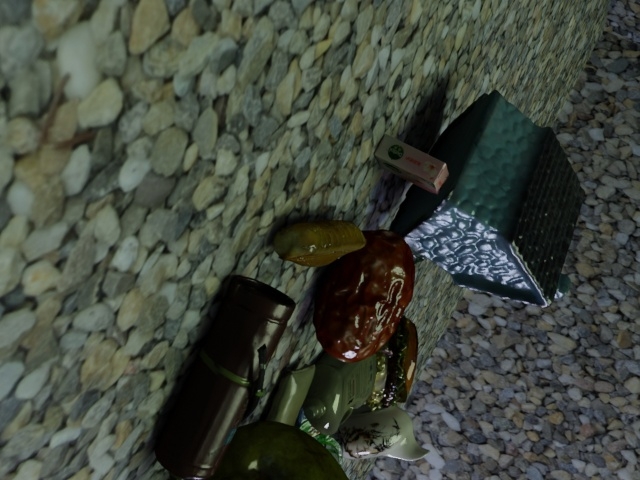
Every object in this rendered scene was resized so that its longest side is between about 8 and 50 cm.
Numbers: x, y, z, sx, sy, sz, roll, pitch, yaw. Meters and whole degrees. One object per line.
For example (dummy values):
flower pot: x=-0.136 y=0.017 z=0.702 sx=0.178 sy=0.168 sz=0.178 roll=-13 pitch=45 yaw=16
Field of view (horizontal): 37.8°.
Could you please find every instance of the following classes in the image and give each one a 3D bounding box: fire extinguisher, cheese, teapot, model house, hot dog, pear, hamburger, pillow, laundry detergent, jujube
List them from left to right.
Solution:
fire extinguisher: x=-0.141 y=0.225 z=1.291 sx=0.341 sy=0.105 sz=0.141 roll=-65 pitch=-164 yaw=6
pear: x=-0.085 y=0.497 z=1.561 sx=0.352 sy=0.351 sz=0.414 roll=-50 pitch=151 yaw=-37
pillow: x=-0.072 y=0.338 z=1.815 sx=0.208 sy=0.053 sz=0.119 roll=-69 pitch=166 yaw=11
cheese: x=-0.025 y=0.496 z=2.121 sx=0.203 sy=0.083 sz=0.321 roll=-9 pitch=120 yaw=-35
hot dog: x=0.001 y=-0.001 z=1.460 sx=0.083 sy=0.068 sz=0.289 roll=-30 pitch=170 yaw=15
laundry detergent: x=0.033 y=0.319 z=2.001 sx=0.253 sy=0.091 sz=0.181 roll=-33 pitch=129 yaw=-58
teapot: x=0.106 y=0.478 z=2.268 sx=0.299 sy=0.166 sz=0.208 roll=-23 pitch=-175 yaw=28
jujube: x=0.080 y=0.099 z=1.700 sx=0.174 sy=0.174 sz=0.251 roll=-21 pitch=132 yaw=-67
hamburger: x=0.147 y=0.271 z=2.201 sx=0.243 sy=0.138 sz=0.262 roll=117 pitch=-19 yaw=-78
model house: x=0.368 y=-0.058 z=1.864 sx=0.297 sy=0.339 sz=0.360 roll=-49 pitch=-169 yaw=54

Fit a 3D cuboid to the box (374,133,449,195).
box: x=0.163 y=-0.133 z=1.658 sx=0.043 sy=0.125 sz=0.089 roll=-61 pitch=163 yaw=-4
